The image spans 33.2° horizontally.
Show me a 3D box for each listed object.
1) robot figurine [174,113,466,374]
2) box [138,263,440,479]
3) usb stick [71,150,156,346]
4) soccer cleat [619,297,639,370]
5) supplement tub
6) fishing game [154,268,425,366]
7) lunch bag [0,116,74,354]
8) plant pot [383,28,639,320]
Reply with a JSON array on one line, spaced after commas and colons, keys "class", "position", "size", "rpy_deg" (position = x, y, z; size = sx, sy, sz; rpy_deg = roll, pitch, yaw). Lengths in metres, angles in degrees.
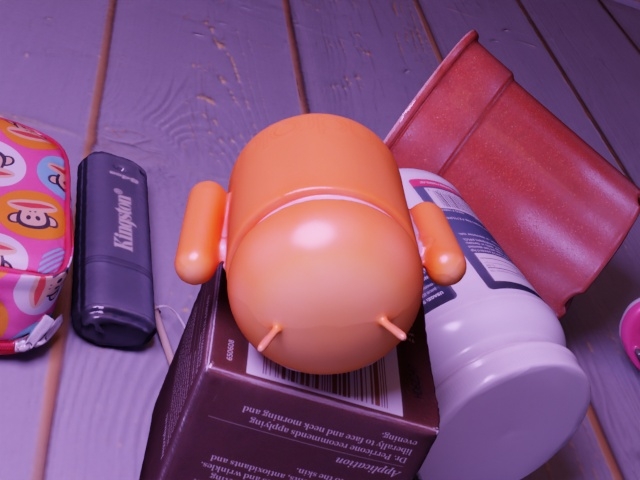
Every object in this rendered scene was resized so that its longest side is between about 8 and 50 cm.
[{"class": "robot figurine", "position": [-0.002, 0.000, 0.710], "size": [0.158, 0.128, 0.219], "rpy_deg": [35, 24, -24]}, {"class": "box", "position": [-0.031, 0.135, 0.803], "size": [0.168, 0.203, 0.167], "rpy_deg": [18, 31, -12]}, {"class": "usb stick", "position": [-0.201, 0.001, 1.043], "size": [0.077, 0.045, 0.278], "rpy_deg": [12, 33, -19]}, {"class": "soccer cleat", "position": [0.491, 0.154, 1.254], "size": [0.331, 0.116, 0.143], "rpy_deg": [27, 15, -1]}, {"class": "supplement tub", "position": [0.105, 0.079, 0.996], "size": [0.191, 0.191, 0.272], "rpy_deg": [4, 37, -31]}, {"class": "fishing game", "position": [-0.029, 0.040, 0.962], "size": [0.041, 0.264, 0.189], "rpy_deg": [52, 7, -48]}, {"class": "lunch bag", "position": [-0.352, -0.012, 0.885], "size": [0.293, 0.120, 0.258], "rpy_deg": [11, 34, -23]}, {"class": "plant pot", "position": [0.200, -0.050, 1.219], "size": [0.265, 0.272, 0.272], "rpy_deg": [36, 32, 4]}]
